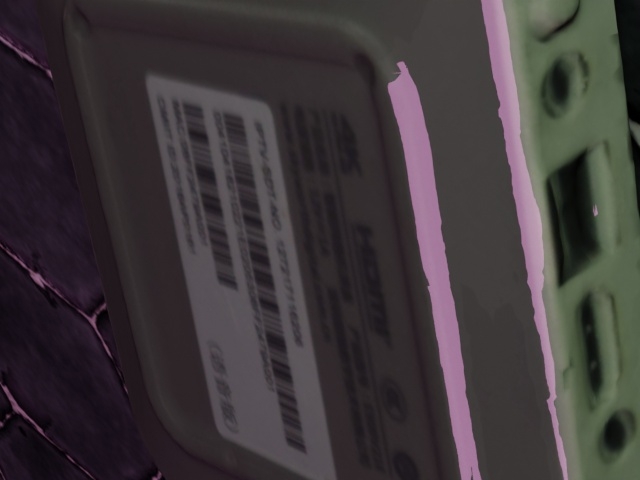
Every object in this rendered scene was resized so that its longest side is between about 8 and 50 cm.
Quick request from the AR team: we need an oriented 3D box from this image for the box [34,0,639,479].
[{"bbox_3d":[0.000,0.000,0.868,0.373,0.090,0.367,16,124,50],"label":"box"}]
